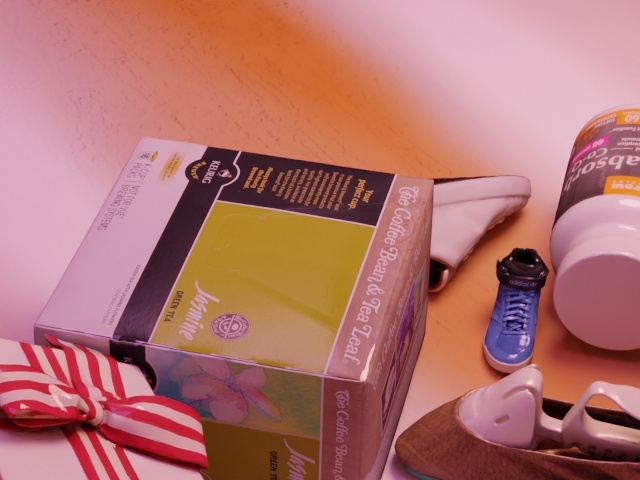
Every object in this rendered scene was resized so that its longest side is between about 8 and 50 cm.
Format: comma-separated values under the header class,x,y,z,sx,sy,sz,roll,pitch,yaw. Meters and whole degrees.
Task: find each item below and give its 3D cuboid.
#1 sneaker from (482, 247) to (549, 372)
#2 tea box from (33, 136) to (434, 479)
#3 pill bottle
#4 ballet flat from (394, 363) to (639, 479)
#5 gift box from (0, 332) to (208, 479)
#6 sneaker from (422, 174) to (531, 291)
class,x,y,z,sx,sy,sz,roll,pitch,yaw
sneaker,0.209,0.068,2.092,0.058,0.084,0.152,9,38,10
tea box,-0.074,0.090,1.945,0.324,0.220,0.329,9,38,11
pill bottle,0.339,-0.016,2.145,0.162,0.162,0.278,9,37,10
ballet flat,0.245,0.186,1.905,0.342,0.124,0.116,9,38,10
gift box,-0.264,0.214,1.674,0.255,0.258,0.276,13,29,-43
sneaker,0.136,-0.009,2.205,0.106,0.123,0.290,-2,7,44
